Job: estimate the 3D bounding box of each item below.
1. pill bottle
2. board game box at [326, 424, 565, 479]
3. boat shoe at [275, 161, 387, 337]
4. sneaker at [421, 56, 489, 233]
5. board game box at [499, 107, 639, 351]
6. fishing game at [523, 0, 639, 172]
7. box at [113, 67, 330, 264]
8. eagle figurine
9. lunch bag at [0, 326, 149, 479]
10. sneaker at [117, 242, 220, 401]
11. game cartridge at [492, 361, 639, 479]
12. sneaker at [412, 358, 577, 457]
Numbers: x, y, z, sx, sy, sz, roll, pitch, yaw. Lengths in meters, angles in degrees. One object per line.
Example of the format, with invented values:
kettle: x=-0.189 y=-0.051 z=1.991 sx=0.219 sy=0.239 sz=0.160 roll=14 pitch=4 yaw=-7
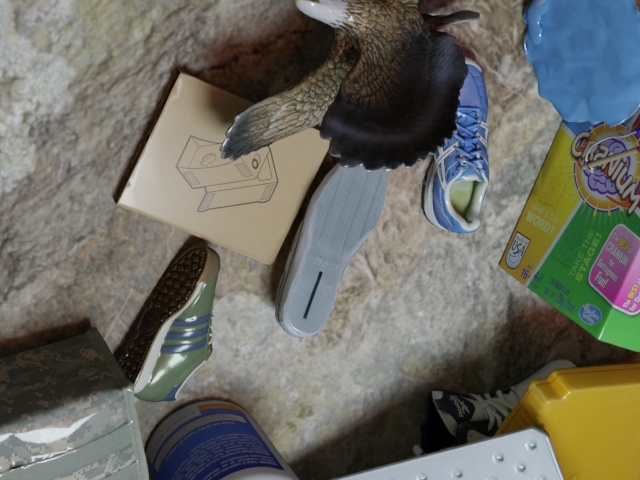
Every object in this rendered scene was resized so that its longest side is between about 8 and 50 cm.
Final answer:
pill bottle: x=-0.092 y=0.299 z=1.571 sx=0.152 sy=0.272 sz=0.152 roll=-7 pitch=112 yaw=-19
board game box: x=0.150 y=0.438 z=1.674 sx=0.390 sy=0.050 sz=0.390 roll=-19 pitch=96 yaw=21
boat shoe: x=0.000 y=0.000 z=1.611 sx=0.083 sy=0.076 sz=0.226 roll=31 pitch=80 yaw=-21
sneaker: x=0.168 y=-0.107 z=1.633 sx=0.080 sy=0.081 sz=0.211 roll=-7 pitch=111 yaw=-18
board game box: x=0.347 y=-0.064 z=1.633 sx=0.064 sy=0.242 sz=0.316 roll=17 pitch=101 yaw=-26
fishing game: x=0.303 y=-0.214 z=1.585 sx=0.041 sy=0.189 sz=0.264 roll=-20 pitch=90 yaw=-35
box: x=-0.106 y=-0.080 z=1.566 sx=0.201 sy=0.021 sz=0.164 roll=22 pitch=100 yaw=-27
eagle figurine: x=0.042 y=-0.192 z=1.470 sx=0.225 sy=0.226 sz=0.298 roll=16 pitch=79 yaw=0
lunch bag: x=-0.312 y=0.276 z=1.537 sx=0.235 sy=0.169 sz=0.287 roll=-16 pitch=122 yaw=-20
sneaker: x=-0.153 y=0.099 z=1.596 sx=0.086 sy=0.064 sz=0.192 roll=28 pitch=94 yaw=-41
game cartridge: x=0.306 y=0.279 z=1.766 sx=0.285 sy=0.052 sz=0.323 roll=0 pitch=128 yaw=-37
sneaker: x=0.211 y=0.216 z=1.765 sx=0.235 sy=0.094 sz=0.153 roll=-42 pitch=128 yaw=8
